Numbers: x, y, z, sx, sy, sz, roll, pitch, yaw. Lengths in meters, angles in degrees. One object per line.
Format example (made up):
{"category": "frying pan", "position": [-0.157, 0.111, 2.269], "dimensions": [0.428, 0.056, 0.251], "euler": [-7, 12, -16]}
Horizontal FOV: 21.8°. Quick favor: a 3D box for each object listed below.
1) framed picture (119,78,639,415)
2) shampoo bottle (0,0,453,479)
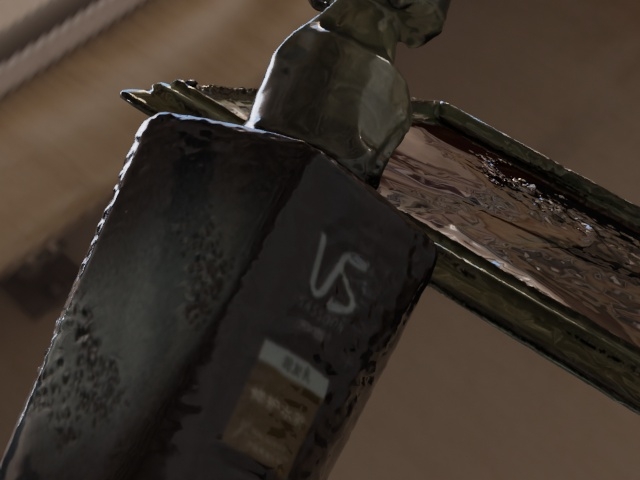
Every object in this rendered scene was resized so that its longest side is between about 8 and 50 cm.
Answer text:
{"category": "framed picture", "position": [0.096, 0.011, 0.531], "dimensions": [0.216, 0.273, 0.016], "euler": [-8, -55, -62]}
{"category": "shampoo bottle", "position": [-0.023, 0.022, 0.352], "dimensions": [0.057, 0.063, 0.207], "euler": [43, -113, -49]}
